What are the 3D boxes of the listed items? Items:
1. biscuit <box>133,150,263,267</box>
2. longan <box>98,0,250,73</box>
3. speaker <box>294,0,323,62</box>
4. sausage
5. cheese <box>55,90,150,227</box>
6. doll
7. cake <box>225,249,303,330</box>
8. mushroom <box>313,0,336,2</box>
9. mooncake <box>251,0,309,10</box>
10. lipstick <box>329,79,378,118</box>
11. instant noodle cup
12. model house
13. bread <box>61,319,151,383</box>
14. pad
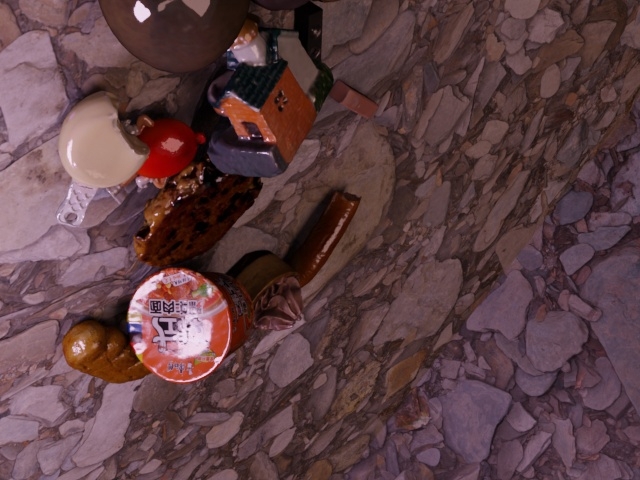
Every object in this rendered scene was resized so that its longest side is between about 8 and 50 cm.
[{"bbox_3d":[-0.254,-0.074,2.058,0.334,0.081,0.289,-44,159,10],"label":"biscuit"},{"bbox_3d":[-0.225,-0.409,1.568,0.300,0.243,0.300,-157,-90,-87],"label":"longan"},{"bbox_3d":[-0.027,-0.396,2.039,0.040,0.046,0.191,-33,146,-28],"label":"speaker"},{"bbox_3d":[0.000,0.002,2.502,0.302,0.076,0.103,-56,-167,12],"label":"sausage"},{"bbox_3d":[-0.418,-0.141,1.765,0.249,0.071,0.163,-42,126,11],"label":"cheese"},{"bbox_3d":[-0.324,-0.169,1.878,0.217,0.085,0.183,-29,143,-2],"label":"doll"},{"bbox_3d":[-0.126,0.146,2.425,0.207,0.178,0.185,5,123,-52],"label":"cake"},{"bbox_3d":[0.132,-0.559,1.868,0.208,0.233,0.302,-18,138,-31],"label":"mushroom"},{"bbox_3d":[-0.069,-0.530,1.729,0.245,0.133,0.245,-33,148,-25],"label":"mooncake"},{"bbox_3d":[0.077,-0.319,2.271,0.045,0.045,0.145,-53,151,12],"label":"lipstick"},{"bbox_3d":[-0.272,0.173,2.193,0.250,0.250,0.192,-56,167,14],"label":"instant noodle cup"},{"bbox_3d":[-0.136,-0.308,1.831,0.271,0.190,0.301,-62,145,-26],"label":"model house"},{"bbox_3d":[-0.451,0.253,2.208,0.124,0.084,0.344,-29,153,11],"label":"bread"},{"bbox_3d":[-0.202,-0.206,2.070,0.220,0.004,0.330,-4,129,-52],"label":"pad"}]
